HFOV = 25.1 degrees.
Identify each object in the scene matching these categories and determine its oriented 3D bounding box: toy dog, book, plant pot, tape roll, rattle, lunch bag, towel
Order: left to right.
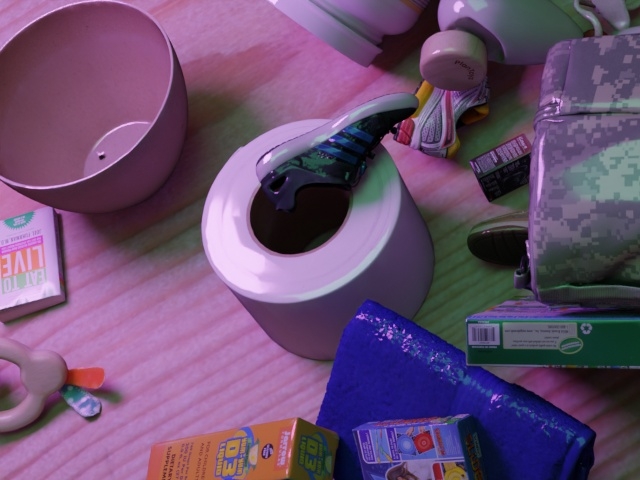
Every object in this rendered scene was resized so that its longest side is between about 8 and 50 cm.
[{"bbox_3d":[-0.394,0.030,1.925,0.096,0.035,0.144,-17,57,6],"label":"book"},{"bbox_3d":[-0.370,0.170,1.838,0.200,0.143,0.130,-11,91,-3],"label":"rattle"},{"bbox_3d":[-0.288,-0.147,1.886,0.284,0.191,0.284,-8,61,16],"label":"plant pot"},{"bbox_3d":[0.000,0.000,1.714,0.246,0.169,0.246,-8,61,15],"label":"tape roll"},{"bbox_3d":[0.140,0.222,1.545,0.308,0.076,0.227,30,116,28],"label":"towel"},{"bbox_3d":[0.278,-0.274,1.715,0.334,0.161,0.220,-11,65,-6],"label":"toy dog"},{"bbox_3d":[0.352,-0.052,1.410,0.305,0.212,0.256,2,62,21],"label":"lunch bag"}]

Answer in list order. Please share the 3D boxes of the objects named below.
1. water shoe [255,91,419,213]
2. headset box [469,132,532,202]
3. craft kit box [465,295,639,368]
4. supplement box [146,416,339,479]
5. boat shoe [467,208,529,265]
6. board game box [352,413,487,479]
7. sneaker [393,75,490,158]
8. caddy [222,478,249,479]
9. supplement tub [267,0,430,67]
[{"bbox_3d":[0.029,-0.097,1.628,0.203,0.073,0.080,-26,84,1],"label":"water shoe"},{"bbox_3d":[0.229,-0.090,1.743,0.083,0.062,0.032,-28,57,5],"label":"headset box"},{"bbox_3d":[0.301,0.093,1.514,0.250,0.246,0.061,-1,96,20],"label":"craft kit box"},{"bbox_3d":[-0.091,0.257,1.613,0.233,0.080,0.078,-16,55,36],"label":"supplement box"},{"bbox_3d":[0.268,-0.016,1.695,0.190,0.068,0.072,-2,49,8],"label":"boat shoe"},{"bbox_3d":[0.116,0.287,1.506,0.136,0.035,0.201,-9,94,38],"label":"board game box"},{"bbox_3d":[0.178,-0.194,1.820,0.093,0.088,0.225,30,69,3],"label":"sneaker"},{"bbox_3d":[-0.042,0.375,1.441,0.179,0.241,0.341,-55,15,-20],"label":"caddy"},{"bbox_3d":[0.074,-0.414,1.836,0.241,0.241,0.331,42,101,32],"label":"supplement tub"}]
